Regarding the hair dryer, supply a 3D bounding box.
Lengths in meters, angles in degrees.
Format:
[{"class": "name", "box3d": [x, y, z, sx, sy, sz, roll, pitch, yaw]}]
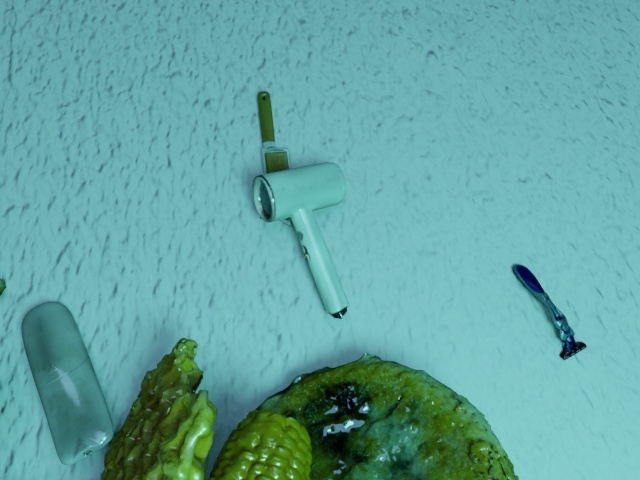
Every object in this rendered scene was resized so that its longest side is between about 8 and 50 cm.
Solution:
[{"class": "hair dryer", "box3d": [0.000, 0.000, 0.804, 0.131, 0.073, 0.236, -15, 75, -26]}]

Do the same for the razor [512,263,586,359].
[{"class": "razor", "box3d": [0.336, 0.097, 0.811, 0.044, 0.028, 0.154, -24, 71, -13]}]

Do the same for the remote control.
[{"class": "remote control", "box3d": [-0.336, 0.172, 0.708, 0.073, 0.044, 0.229, -27, 60, -13]}]

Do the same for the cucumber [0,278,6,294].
[{"class": "cucumber", "box3d": [-0.578, 0.054, 0.742, 0.266, 0.077, 0.077, -6, 67, -4]}]

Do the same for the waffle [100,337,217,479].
[{"class": "waffle", "box3d": [-0.187, 0.235, 0.600, 0.051, 0.291, 0.291, 33, 64, -24]}]

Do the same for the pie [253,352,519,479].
[{"class": "pie", "box3d": [0.064, 0.282, 0.605, 0.297, 0.078, 0.371, -31, 44, -10]}]

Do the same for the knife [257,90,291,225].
[{"class": "knife", "box3d": [-0.072, -0.140, 0.889, 0.046, 0.022, 0.255, -3, 67, -12]}]

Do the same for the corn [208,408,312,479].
[{"class": "corn", "box3d": [-0.092, 0.324, 0.489, 0.121, 0.120, 0.363, 16, 49, 3]}]
